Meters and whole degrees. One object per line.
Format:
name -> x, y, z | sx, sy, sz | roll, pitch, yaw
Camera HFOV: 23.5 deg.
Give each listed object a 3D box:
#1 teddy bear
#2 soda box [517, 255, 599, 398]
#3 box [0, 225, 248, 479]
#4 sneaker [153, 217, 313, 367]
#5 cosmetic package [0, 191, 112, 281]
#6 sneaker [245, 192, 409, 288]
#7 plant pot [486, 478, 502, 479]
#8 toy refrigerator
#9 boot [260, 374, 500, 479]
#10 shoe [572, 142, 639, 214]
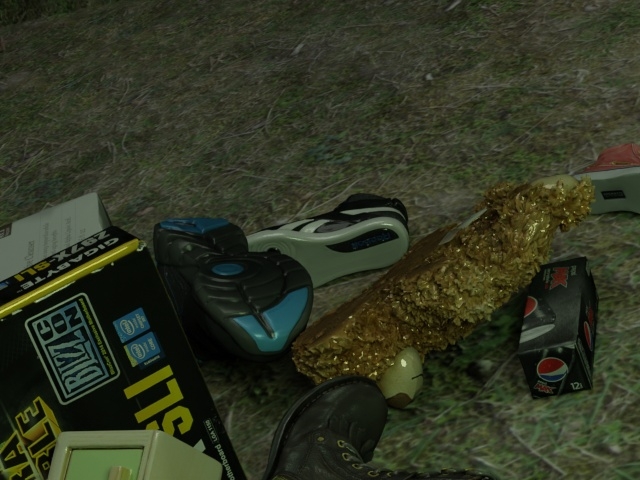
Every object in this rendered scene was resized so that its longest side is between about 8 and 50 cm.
teddy bear -> 0.134, 0.050, 1.500 | 0.338, 0.113, 0.245 | -39, 8, -29
soda box -> 0.228, 0.081, 1.465 | 0.060, 0.053, 0.169 | -12, 24, 19
box -> -0.206, 0.185, 1.251 | 0.257, 0.322, 0.079 | -28, 23, -20
sneaker -> -0.093, 0.077, 1.642 | 0.125, 0.139, 0.341 | -3, 16, -17
cosmetic package -> -0.410, 0.107, 1.809 | 0.385, 0.156, 0.217 | -20, 25, -2
sneaker -> 0.000, 0.000, 1.821 | 0.217, 0.079, 0.121 | -8, 21, 8
plant pot -> 0.126, 0.226, 1.209 | 0.083, 0.083, 0.079 | -7, 13, 29
toy refrigerator -> -0.161, 0.278, 1.119 | 0.102, 0.094, 0.269 | -5, 62, 33
boot -> 0.046, 0.194, 1.167 | 0.229, 0.091, 0.263 | -10, 29, 43
shoe -> 0.356, -0.070, 1.680 | 0.178, 0.063, 0.081 | 1, 36, 50
